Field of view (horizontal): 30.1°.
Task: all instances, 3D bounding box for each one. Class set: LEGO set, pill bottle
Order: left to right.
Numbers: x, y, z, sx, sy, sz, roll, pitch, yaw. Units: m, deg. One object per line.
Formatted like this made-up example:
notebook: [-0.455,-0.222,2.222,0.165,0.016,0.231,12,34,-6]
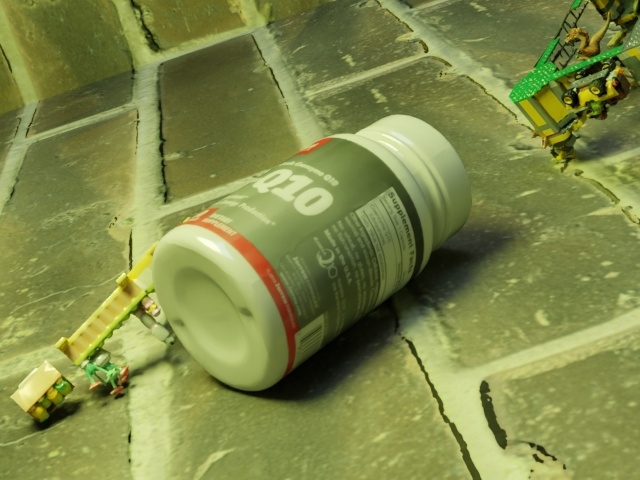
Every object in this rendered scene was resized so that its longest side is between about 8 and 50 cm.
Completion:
LEGO set: [-0.162,0.084,1.160,0.287,0.107,0.132,-48,1,-44]
pill bottle: [0.000,0.000,1.096,0.283,0.161,0.161,-34,27,-35]
LEGO set: [0.379,-0.190,1.294,0.255,0.192,0.331,-24,27,45]
